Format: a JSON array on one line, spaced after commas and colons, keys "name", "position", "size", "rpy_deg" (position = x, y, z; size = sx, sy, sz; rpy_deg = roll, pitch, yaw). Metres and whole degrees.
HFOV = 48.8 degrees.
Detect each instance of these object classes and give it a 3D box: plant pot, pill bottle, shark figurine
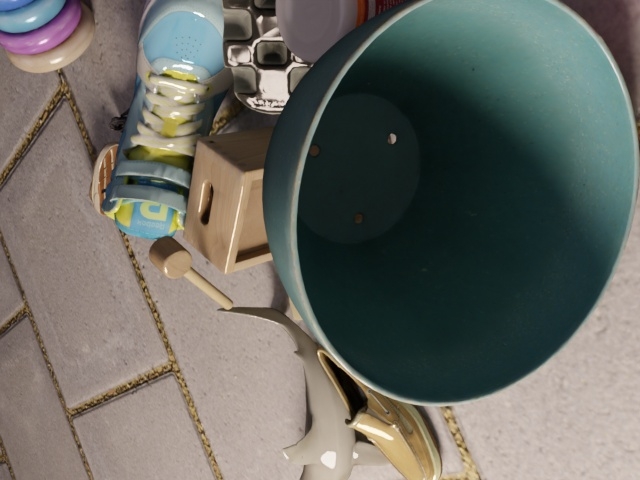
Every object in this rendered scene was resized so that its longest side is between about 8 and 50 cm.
[{"name": "plant pot", "position": [0.072, -0.044, 0.564], "size": [0.195, 0.290, 0.290], "rpy_deg": [-152, 56, -61]}, {"name": "pill bottle", "position": [0.042, -0.199, 0.607], "size": [0.086, 0.152, 0.086], "rpy_deg": [17, 114, 42]}, {"name": "shark figurine", "position": [-0.020, 0.199, 0.829], "size": [0.166, 0.116, 0.278], "rpy_deg": [-13, 95, 45]}]

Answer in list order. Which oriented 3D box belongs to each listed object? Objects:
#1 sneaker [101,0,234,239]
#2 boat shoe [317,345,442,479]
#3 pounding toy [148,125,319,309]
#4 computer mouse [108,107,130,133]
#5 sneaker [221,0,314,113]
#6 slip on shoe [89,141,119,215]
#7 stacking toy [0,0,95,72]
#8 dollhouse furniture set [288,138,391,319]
[{"name": "sneaker", "position": [-0.164, -0.121, 0.788], "size": [0.319, 0.127, 0.208], "rpy_deg": [121, 157, -56]}, {"name": "boat shoe", "position": [0.057, 0.191, 0.774], "size": [0.190, 0.072, 0.068], "rpy_deg": [55, 134, 18]}, {"name": "pounding toy", "position": [-0.109, -0.020, 0.779], "size": [0.094, 0.206, 0.181], "rpy_deg": [37, 127, 32]}, {"name": "computer mouse", "position": [-0.250, -0.100, 1.021], "size": [0.106, 0.042, 0.193], "rpy_deg": [-16, 85, 42]}, {"name": "sneaker", "position": [-0.043, -0.296, 0.649], "size": [0.146, 0.122, 0.331], "rpy_deg": [-88, 5, -47]}, {"name": "slip on shoe", "position": [-0.337, -0.102, 1.103], "size": [0.041, 0.051, 0.135], "rpy_deg": [43, 137, 25]}, {"name": "stacking toy", "position": [-0.428, -0.379, 0.925], "size": [0.141, 0.141, 0.330], "rpy_deg": [43, 166, 28]}, {"name": "dollhouse furniture set", "position": [0.000, 0.000, 0.750], "size": [0.160, 0.101, 0.182], "rpy_deg": [-6, 99, 46]}]
